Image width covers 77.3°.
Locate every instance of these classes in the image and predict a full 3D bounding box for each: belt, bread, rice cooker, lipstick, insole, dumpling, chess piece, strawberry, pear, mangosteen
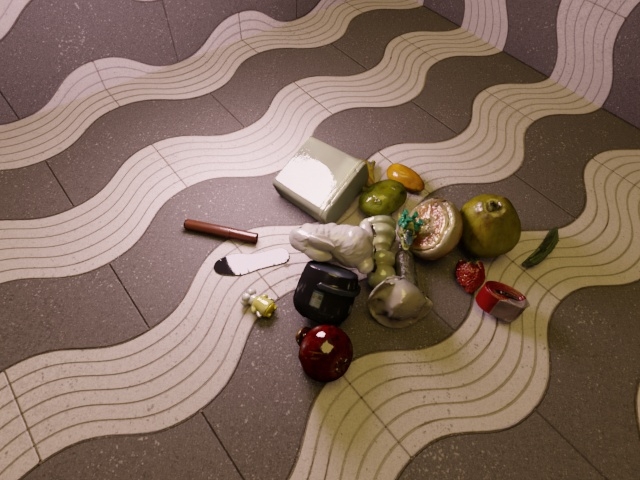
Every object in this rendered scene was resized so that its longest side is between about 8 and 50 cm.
[{"bbox_3d":[0.781,0.269,1.737,0.201,0.124,0.128,23,38,6],"label":"belt"},{"bbox_3d":[0.534,-0.051,1.864,0.159,0.305,0.305,23,49,-31],"label":"bread"},{"bbox_3d":[0.026,0.215,1.630,0.267,0.267,0.224,18,97,8],"label":"rice cooker"},{"bbox_3d":[-0.473,-0.044,1.902,0.357,0.057,0.057,11,56,5],"label":"lipstick"},{"bbox_3d":[-0.315,0.097,1.846,0.348,0.009,0.119,-12,59,-11],"label":"insole"},{"bbox_3d":[0.324,0.272,1.661,0.243,0.227,0.175,35,17,11],"label":"dumpling"},{"bbox_3d":[0.270,0.067,1.816,0.182,0.182,0.330,1,61,-3],"label":"chess piece"},{"bbox_3d":[0.681,0.154,1.819,0.131,0.131,0.148,-12,101,-12],"label":"strawberry"},{"bbox_3d":[0.773,-0.080,1.839,0.287,0.375,0.287,-7,61,14],"label":"pear"},{"bbox_3d":[-0.001,0.420,1.546,0.215,0.215,0.257,-41,39,-26],"label":"mangosteen"}]

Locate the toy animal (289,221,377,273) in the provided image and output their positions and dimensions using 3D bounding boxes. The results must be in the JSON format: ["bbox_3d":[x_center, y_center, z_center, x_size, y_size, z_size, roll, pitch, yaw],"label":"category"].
[{"bbox_3d":[0.051,0.018,1.685,0.357,0.194,0.258,2,41,-21],"label":"toy animal"}]

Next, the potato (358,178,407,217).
[{"bbox_3d":[0.311,-0.208,2.014,0.253,0.148,0.186,-17,46,-6],"label":"potato"}]

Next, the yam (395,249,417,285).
[{"bbox_3d":[0.384,0.139,1.808,0.107,0.107,0.183,5,54,-1],"label":"yam"}]

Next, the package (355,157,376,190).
[{"bbox_3d":[0.223,-0.352,2.131,0.168,0.090,0.226,6,61,-11],"label":"package"}]

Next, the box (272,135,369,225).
[{"bbox_3d":[0.002,-0.300,1.990,0.344,0.177,0.352,34,79,19],"label":"box"}]

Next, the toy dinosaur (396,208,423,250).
[{"bbox_3d":[0.398,-0.078,1.848,0.094,0.153,0.259,14,40,-11],"label":"toy dinosaur"}]

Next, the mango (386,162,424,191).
[{"bbox_3d":[0.450,-0.327,2.125,0.227,0.109,0.147,39,38,21],"label":"mango"}]

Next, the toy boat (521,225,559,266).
[{"bbox_3d":[1.080,0.036,1.933,0.293,0.093,0.055,-39,85,-25],"label":"toy boat"}]

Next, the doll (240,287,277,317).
[{"bbox_3d":[-0.265,0.265,1.704,0.162,0.062,0.106,30,55,15],"label":"doll"}]
